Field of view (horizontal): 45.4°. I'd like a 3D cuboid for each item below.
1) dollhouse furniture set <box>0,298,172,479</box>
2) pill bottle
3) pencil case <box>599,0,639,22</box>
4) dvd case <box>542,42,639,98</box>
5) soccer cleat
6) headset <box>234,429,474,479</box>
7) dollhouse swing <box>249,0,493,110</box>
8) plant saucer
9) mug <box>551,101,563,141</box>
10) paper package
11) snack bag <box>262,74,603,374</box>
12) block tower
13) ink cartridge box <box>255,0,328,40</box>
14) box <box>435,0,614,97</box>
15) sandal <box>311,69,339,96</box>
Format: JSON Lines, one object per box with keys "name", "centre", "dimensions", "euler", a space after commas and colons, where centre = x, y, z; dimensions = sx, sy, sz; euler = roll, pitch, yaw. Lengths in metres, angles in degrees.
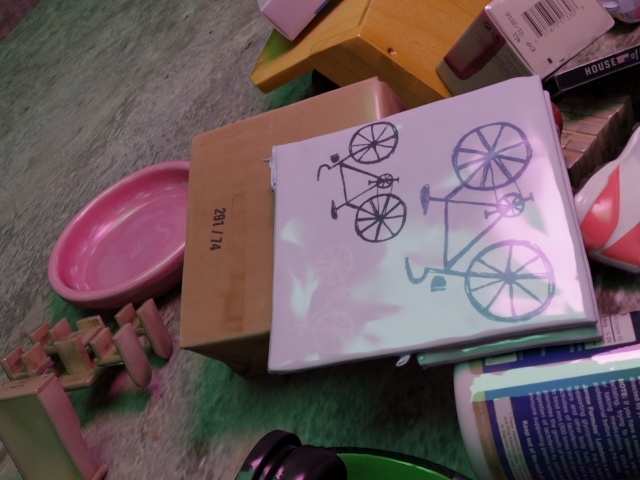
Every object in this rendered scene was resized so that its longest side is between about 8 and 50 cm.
{"name": "dollhouse furniture set", "centre": [-0.346, 0.223, 1.108], "dimensions": [0.212, 0.161, 0.242], "euler": [-13, 19, 20]}
{"name": "pill bottle", "centre": [0.275, 0.151, 0.736], "dimensions": [0.265, 0.153, 0.153], "euler": [-13, 42, 21]}
{"name": "pencil case", "centre": [0.441, -0.447, 1.309], "dimensions": [0.124, 0.113, 0.273], "euler": [-29, 36, -25]}
{"name": "dvd case", "centre": [0.409, -0.245, 1.074], "dimensions": [0.179, 0.029, 0.239], "euler": [-19, 4, 13]}
{"name": "soccer cleat", "centre": [0.425, -0.086, 0.957], "dimensions": [0.116, 0.108, 0.318], "euler": [37, 67, 25]}
{"name": "headset", "centre": [-0.007, 0.288, 0.669], "dimensions": [0.243, 0.394, 0.185], "euler": [19, 103, 53]}
{"name": "dollhouse swing", "centre": [0.100, -0.356, 1.397], "dimensions": [0.305, 0.315, 0.346], "euler": [-35, 30, 51]}
{"name": "plant saucer", "centre": [-0.314, -0.002, 1.337], "dimensions": [0.332, 0.084, 0.332], "euler": [-18, 39, 16]}
{"name": "mug", "centre": [0.230, -0.068, 0.920], "dimensions": [0.113, 0.150, 0.169], "euler": [14, 51, -4]}
{"name": "paper package", "centre": [-0.019, -0.009, 1.014], "dimensions": [0.310, 0.168, 0.324], "euler": [-14, 62, 21]}
{"name": "snack bag", "centre": [0.097, -0.012, 0.820], "dimensions": [0.343, 0.037, 0.323], "euler": [-13, 55, 17]}
{"name": "block tower", "centre": [0.288, -0.059, 1.006], "dimensions": [0.335, 0.091, 0.097], "euler": [-46, 41, -19]}
{"name": "ink cartridge box", "centre": [-0.044, -0.455, 1.366], "dimensions": [0.139, 0.082, 0.190], "euler": [-44, 26, 15]}
{"name": "box", "centre": [0.289, -0.284, 1.125], "dimensions": [0.149, 0.126, 0.232], "euler": [-37, -1, -12]}
{"name": "sandal", "centre": [0.026, -0.360, 1.507], "dimensions": [0.055, 0.097, 0.254], "euler": [-16, 51, 20]}
